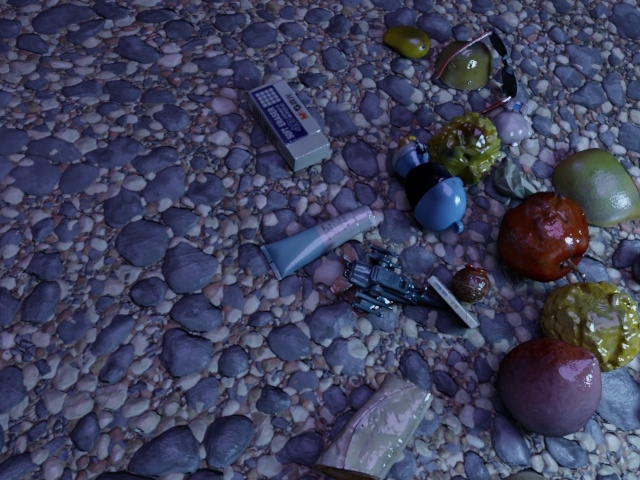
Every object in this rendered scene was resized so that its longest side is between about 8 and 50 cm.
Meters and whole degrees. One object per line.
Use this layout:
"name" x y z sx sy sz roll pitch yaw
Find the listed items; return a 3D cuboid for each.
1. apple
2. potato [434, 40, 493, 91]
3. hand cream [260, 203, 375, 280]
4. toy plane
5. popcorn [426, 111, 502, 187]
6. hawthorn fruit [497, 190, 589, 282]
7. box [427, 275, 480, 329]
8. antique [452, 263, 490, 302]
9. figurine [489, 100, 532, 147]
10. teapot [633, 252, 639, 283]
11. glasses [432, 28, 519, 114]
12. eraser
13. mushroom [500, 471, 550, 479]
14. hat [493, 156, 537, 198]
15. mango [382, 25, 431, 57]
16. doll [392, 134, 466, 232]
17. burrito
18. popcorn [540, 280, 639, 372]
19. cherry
"apple" 0.806 -0.157 1.777 0.193 0.120 0.264 -26 66 -6
"potato" 0.480 -0.589 1.958 0.202 0.117 0.182 -4 61 -8
"hand cream" 0.000 0.000 1.648 0.312 0.070 0.111 -25 70 -9
"toy plane" 0.195 0.120 1.575 0.327 0.104 0.222 17 62 2
"popcorn" 0.418 -0.261 1.761 0.189 0.218 0.169 47 22 0
"hawthorn fruit" 0.604 0.013 1.590 0.242 0.241 0.271 -13 49 -12
"box" 0.348 0.162 1.580 0.024 0.090 0.167 -44 72 9
"antique" 0.397 0.117 1.603 0.104 0.104 0.104 2 63 -5
"figurine" 0.586 -0.358 1.860 0.137 0.112 0.229 28 54 14
"teapot" 0.955 0.096 1.667 0.146 0.116 0.148 15 58 -10
"glasses" 0.471 -0.500 1.881 0.268 0.234 0.118 -28 28 -3
"eraser" -0.097 -0.342 1.787 0.124 0.081 0.279 -27 69 -18
"mushroom" 0.461 0.605 1.308 0.204 0.204 0.204 2 63 -5
"hat" 0.580 -0.161 1.786 0.166 0.081 0.122 42 26 -1
"mango" 0.282 -0.657 1.993 0.161 0.076 0.103 23 69 15
"doll" 0.306 -0.148 1.684 0.141 0.177 0.314 -13 62 -28
"burrito" 0.129 0.451 1.404 0.143 0.105 0.299 34 66 22
"popcorn" 0.690 0.209 1.545 0.250 0.190 0.250 -1 72 3
"cherry" 0.539 0.343 1.430 0.206 0.239 0.239 -24 68 -8
